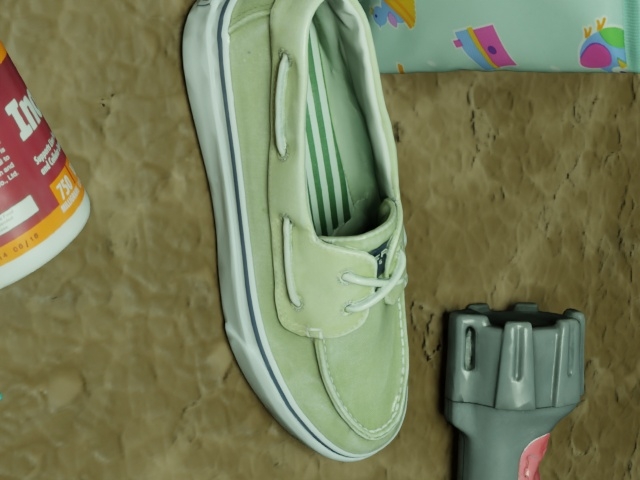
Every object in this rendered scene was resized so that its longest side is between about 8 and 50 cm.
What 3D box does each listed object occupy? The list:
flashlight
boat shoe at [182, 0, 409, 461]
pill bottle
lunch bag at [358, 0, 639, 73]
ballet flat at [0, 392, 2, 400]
[{"bbox_3d":[0.141,0.197,0.811,0.103,0.103,0.304,-13,107,-64],"label":"flashlight"},{"bbox_3d":[0.000,0.000,0.662,0.109,0.094,0.302,-30,115,-31],"label":"boat shoe"},{"bbox_3d":[-0.172,-0.057,0.519,0.086,0.086,0.152,-40,121,-26],"label":"pill bottle"},{"bbox_3d":[0.107,-0.227,0.624,0.160,0.223,0.262,-21,109,-40],"label":"lunch bag"},{"bbox_3d":[-0.246,0.130,0.510,0.248,0.086,0.086,-51,125,-21],"label":"ballet flat"}]
